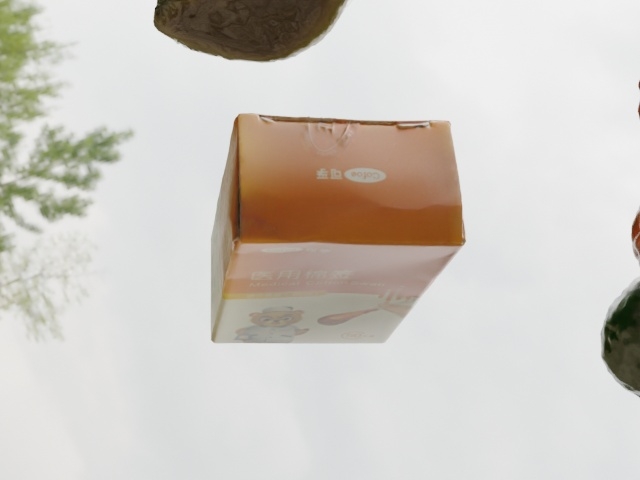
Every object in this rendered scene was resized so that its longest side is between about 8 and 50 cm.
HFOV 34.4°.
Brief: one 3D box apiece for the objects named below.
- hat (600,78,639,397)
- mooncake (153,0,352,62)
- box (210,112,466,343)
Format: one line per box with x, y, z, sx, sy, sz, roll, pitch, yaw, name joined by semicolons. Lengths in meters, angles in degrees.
0.414;-0.031;0.978;0.285;0.285;0.400;38;-45;39;hat
-0.110;-0.460;1.491;0.394;0.246;0.393;-14;-59;39;mooncake
0.000;0.000;1.119;0.341;0.225;0.143;116;-27;-67;box
